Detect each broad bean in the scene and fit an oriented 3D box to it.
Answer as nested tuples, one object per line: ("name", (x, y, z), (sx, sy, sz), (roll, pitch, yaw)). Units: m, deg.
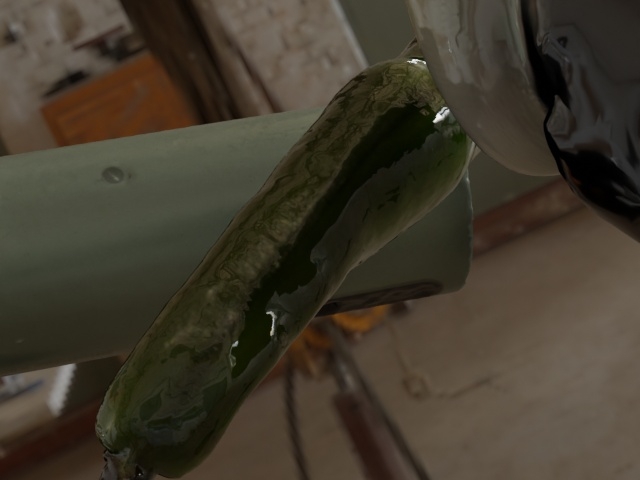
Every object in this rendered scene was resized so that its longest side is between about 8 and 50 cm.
("broad bean", (0.002, -0.005, 0.647), (0.318, 0.056, 0.098), (-50, -8, -31))

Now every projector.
("projector", (-0.097, 0.002, 0.875), (0.337, 0.108, 0.108), (-10, 5, -14))

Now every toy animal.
("toy animal", (0.114, -0.085, 0.561), (0.166, 0.138, 0.179), (-35, 38, -14))
